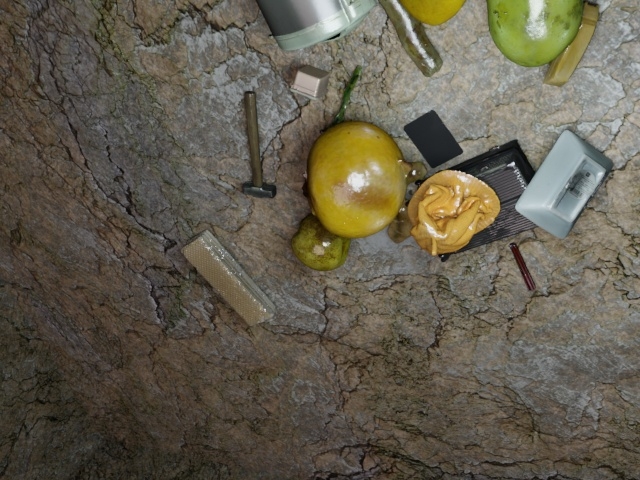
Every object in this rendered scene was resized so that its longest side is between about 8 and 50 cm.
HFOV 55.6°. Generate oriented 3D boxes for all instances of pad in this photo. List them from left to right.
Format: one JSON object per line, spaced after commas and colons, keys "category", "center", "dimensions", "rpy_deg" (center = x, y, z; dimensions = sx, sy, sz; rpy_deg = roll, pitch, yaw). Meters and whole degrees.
{"category": "pad", "center": [0.321, -0.287, 1.730], "dimensions": [0.112, 0.003, 0.157], "rpy_deg": [-26, 112, 36]}

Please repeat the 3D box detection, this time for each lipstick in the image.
{"category": "lipstick", "center": [0.620, 0.079, 1.863], "dimensions": [0.027, 0.027, 0.176], "rpy_deg": [-15, 116, 33]}

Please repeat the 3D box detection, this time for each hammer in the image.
{"category": "hammer", "center": [-0.208, -0.298, 1.939], "dimensions": [0.111, 0.043, 0.365], "rpy_deg": [11, 128, 17]}

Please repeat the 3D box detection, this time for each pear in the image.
{"category": "pear", "center": [0.000, 0.000, 1.976], "dimensions": [0.197, 0.197, 0.197], "rpy_deg": [12, 129, 16]}

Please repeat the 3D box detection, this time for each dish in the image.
{"category": "dish", "center": [0.641, -0.134, 1.550], "dimensions": [0.182, 0.080, 0.243], "rpy_deg": [29, 97, -17]}

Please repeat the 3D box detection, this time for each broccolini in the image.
{"category": "broccolini", "center": [0.066, -0.380, 1.742], "dimensions": [0.071, 0.057, 0.254], "rpy_deg": [-5, 142, -26]}

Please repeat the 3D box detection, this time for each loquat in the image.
{"category": "loquat", "center": [0.121, -0.176, 1.708], "dimensions": [0.359, 0.328, 0.328], "rpy_deg": [-10, 123, 4]}

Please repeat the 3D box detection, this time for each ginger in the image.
{"category": "ginger", "center": [0.250, -0.063, 1.893], "dimensions": [0.095, 0.069, 0.190], "rpy_deg": [25, 138, 39]}

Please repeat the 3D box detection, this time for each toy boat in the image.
{"category": "toy boat", "center": [0.588, -0.458, 1.427], "dimensions": [0.057, 0.077, 0.200], "rpy_deg": [12, 129, -6]}

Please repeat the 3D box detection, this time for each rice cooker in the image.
{"category": "rice cooker", "center": [-0.021, -0.612, 1.453], "dimensions": [0.288, 0.288, 0.277], "rpy_deg": [-12, 122, 31]}

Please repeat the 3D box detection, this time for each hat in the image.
{"category": "hat", "center": [0.325, -0.027, 1.577], "dimensions": [0.244, 0.233, 0.233], "rpy_deg": [15, 128, 14]}

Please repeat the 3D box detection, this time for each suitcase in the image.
{"category": "suitcase", "center": [0.448, -0.107, 1.711], "dimensions": [0.335, 0.152, 0.229], "rpy_deg": [-22, 115, 35]}

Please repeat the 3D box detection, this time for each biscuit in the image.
{"category": "biscuit", "center": [-0.345, 0.150, 2.320], "dimensions": [0.144, 0.078, 0.426], "rpy_deg": [-25, 113, 36]}

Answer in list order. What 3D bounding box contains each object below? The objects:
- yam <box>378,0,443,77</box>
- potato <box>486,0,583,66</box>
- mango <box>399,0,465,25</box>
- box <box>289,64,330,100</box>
{"category": "yam", "center": [0.210, -0.558, 1.529], "dimensions": [0.317, 0.067, 0.071], "rpy_deg": [54, 158, -20]}
{"category": "potato", "center": [0.467, -0.537, 1.334], "dimensions": [0.216, 0.216, 0.304], "rpy_deg": [0, 111, 24]}
{"category": "mango", "center": [0.262, -0.683, 1.299], "dimensions": [0.301, 0.220, 0.445], "rpy_deg": [27, 143, 31]}
{"category": "box", "center": [-0.026, -0.443, 1.694], "dimensions": [0.089, 0.122, 0.062], "rpy_deg": [22, 120, 8]}
